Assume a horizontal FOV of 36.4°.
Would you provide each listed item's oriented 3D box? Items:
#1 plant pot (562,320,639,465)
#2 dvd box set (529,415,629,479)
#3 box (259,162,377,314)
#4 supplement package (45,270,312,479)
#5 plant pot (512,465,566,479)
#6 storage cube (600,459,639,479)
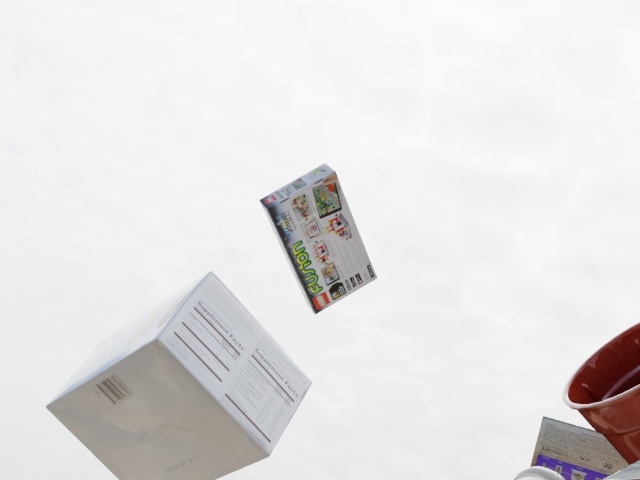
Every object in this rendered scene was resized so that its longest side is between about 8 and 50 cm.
[{"bbox_3d":[0.581,0.289,1.575,0.265,0.272,0.272,54,-29,-3],"label":"plant pot"},{"bbox_3d":[0.497,0.559,1.740,0.308,0.420,0.062,11,-11,27],"label":"dvd box set"},{"bbox_3d":[0.000,0.000,1.430,0.036,0.114,0.207,47,-17,54],"label":"box"},{"bbox_3d":[-0.185,0.199,1.264,0.262,0.145,0.204,-32,-75,37],"label":"supplement package"},{"bbox_3d":[0.229,0.532,1.451,0.306,0.333,0.334,-7,-16,-17],"label":"plant pot"},{"bbox_3d":[0.517,0.389,1.316,0.184,0.193,0.215,-10,-8,-38],"label":"storage cube"}]
